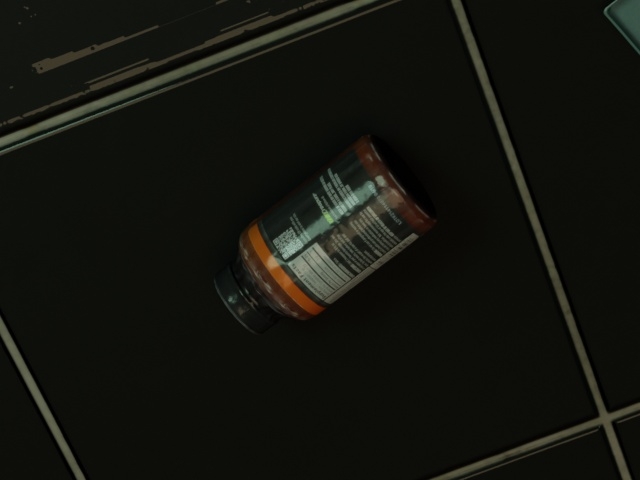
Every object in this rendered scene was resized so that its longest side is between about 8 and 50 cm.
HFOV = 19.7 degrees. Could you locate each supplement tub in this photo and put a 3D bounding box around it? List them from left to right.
[{"bbox_3d":[0.000,0.000,1.656,0.198,0.106,0.106,-37,114,12],"label":"supplement tub"}]

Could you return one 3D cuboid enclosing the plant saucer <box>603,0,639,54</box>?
[{"bbox_3d":[0.335,-0.163,1.660,0.067,0.018,0.192,-40,114,13],"label":"plant saucer"}]
